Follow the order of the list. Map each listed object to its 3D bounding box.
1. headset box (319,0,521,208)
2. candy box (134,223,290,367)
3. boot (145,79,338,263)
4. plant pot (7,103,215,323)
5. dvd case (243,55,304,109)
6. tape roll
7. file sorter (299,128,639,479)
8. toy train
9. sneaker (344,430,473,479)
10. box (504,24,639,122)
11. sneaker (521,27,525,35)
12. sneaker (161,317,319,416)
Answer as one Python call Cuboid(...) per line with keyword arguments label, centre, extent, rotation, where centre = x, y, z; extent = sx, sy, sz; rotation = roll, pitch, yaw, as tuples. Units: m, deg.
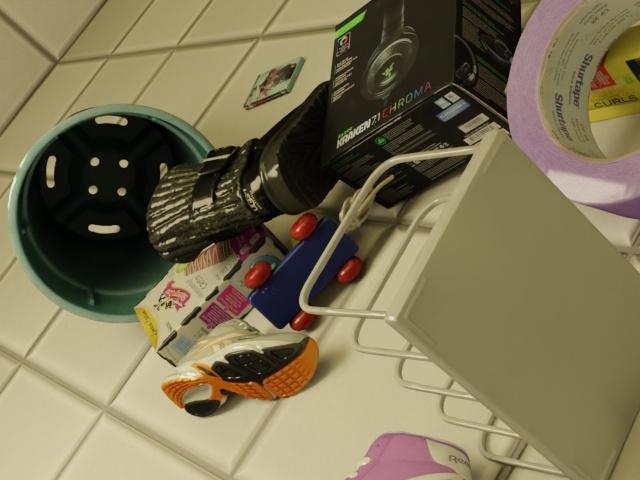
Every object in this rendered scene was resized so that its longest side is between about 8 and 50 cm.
Cuboid(label="headset box", centre=(0.136, -0.228, 1.450), extent=(0.246, 0.131, 0.283), rotation=(-29, 42, 41))
Cuboid(label="candy box", centre=(-0.161, 0.066, 1.611), extent=(0.233, 0.071, 0.159), rotation=(-48, 30, 1))
Cuboid(label="boot", centre=(-0.077, -0.106, 1.555), extent=(0.260, 0.131, 0.348), rotation=(-22, 12, 35))
Cuboid(label="plant pot", centre=(-0.336, -0.076, 1.791), extent=(0.341, 0.341, 0.334), rotation=(-47, 20, 0))
Cuboid(label="dvd case", centre=(-0.086, -0.290, 2.005), extent=(0.119, 0.013, 0.087), rotation=(-16, 42, 45))
Cuboid(label="tape roll", centre=(0.325, -0.163, 1.114), extent=(0.275, 0.090, 0.275), rotation=(-17, 68, 47))
Cuboid(label="file sorter", centre=(0.152, 0.067, 0.994), extent=(0.173, 0.278, 0.193), rotation=(-2, 52, 57))
Cuboid(label="toy train", centre=(0.000, 0.000, 1.468), extent=(0.248, 0.105, 0.143), rotation=(-46, 14, -2))
Cuboid(label="sneaker", centre=(0.029, 0.280, 1.086), extent=(0.282, 0.102, 0.161), rotation=(-20, 35, 23))
Cuboid(label="box", centre=(0.332, -0.189, 1.256), extent=(0.232, 0.087, 0.058), rotation=(-7, 49, 48))
Cuboid(label="sneaker", centre=(0.249, -0.237, 1.472), extent=(0.135, 0.052, 0.058), rotation=(-27, 44, 45))
Cuboid(label="sneaker", centre=(-0.099, 0.142, 1.419), extent=(0.262, 0.099, 0.121), rotation=(-18, 36, 40))
